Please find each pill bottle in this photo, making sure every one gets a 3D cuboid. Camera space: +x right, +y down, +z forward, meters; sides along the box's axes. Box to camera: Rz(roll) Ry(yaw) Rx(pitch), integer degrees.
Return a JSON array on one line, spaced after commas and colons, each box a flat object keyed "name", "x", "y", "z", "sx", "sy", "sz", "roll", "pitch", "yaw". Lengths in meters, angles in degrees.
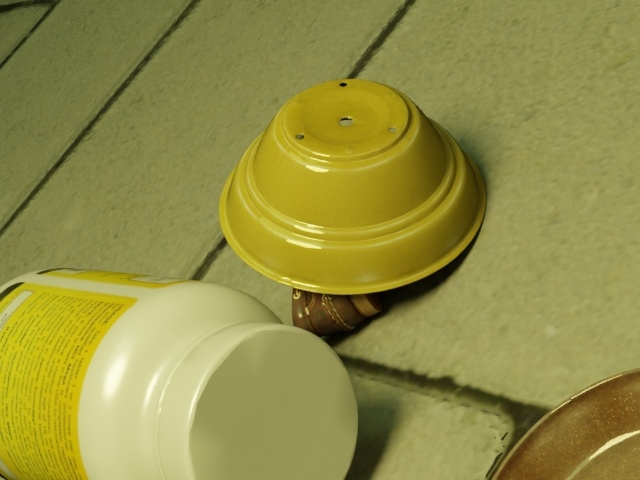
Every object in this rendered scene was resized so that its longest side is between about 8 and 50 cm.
[{"name": "pill bottle", "x": -0.130, "y": 0.120, "z": 1.019, "sx": 0.334, "sy": 0.188, "sz": 0.188, "roll": 3, "pitch": 53, "yaw": 53}]

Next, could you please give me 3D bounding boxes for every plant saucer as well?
[{"name": "plant saucer", "x": 0.175, "y": 0.158, "z": 0.755, "sx": 0.199, "sy": 0.036, "sz": 0.198, "roll": -30, "pitch": 32, "yaw": 21}]

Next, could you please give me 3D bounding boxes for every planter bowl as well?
[{"name": "planter bowl", "x": 0.023, "y": -0.064, "z": 1.073, "sx": 0.217, "sy": 0.090, "sz": 0.217, "roll": -3, "pitch": 44, "yaw": 3}]

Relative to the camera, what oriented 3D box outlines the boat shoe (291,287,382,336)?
[{"name": "boat shoe", "x": 0.000, "y": 0.000, "z": 1.135, "sx": 0.073, "sy": 0.073, "sz": 0.207, "roll": -29, "pitch": 32, "yaw": 17}]
